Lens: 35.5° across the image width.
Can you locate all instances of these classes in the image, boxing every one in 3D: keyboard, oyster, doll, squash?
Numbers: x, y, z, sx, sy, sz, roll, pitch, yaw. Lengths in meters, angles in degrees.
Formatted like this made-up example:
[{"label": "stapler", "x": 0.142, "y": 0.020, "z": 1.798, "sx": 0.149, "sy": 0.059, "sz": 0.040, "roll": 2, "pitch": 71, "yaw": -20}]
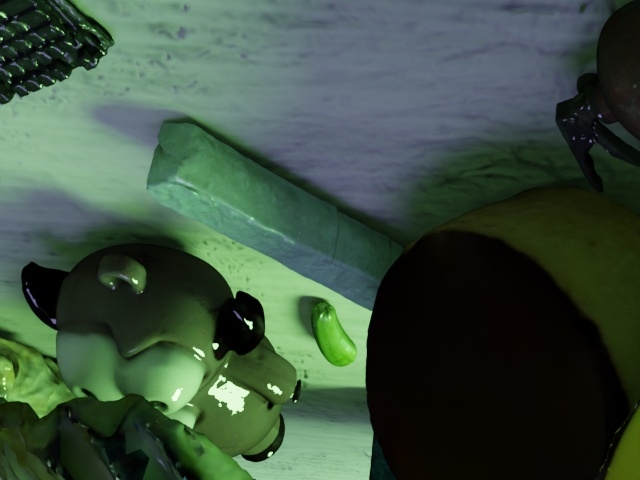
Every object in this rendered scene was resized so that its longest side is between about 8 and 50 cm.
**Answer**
[{"label": "keyboard", "x": -0.217, "y": -0.089, "z": 0.538, "sx": 0.231, "sy": 0.023, "sz": 0.072, "roll": -13, "pitch": 143, "yaw": 32}, {"label": "oyster", "x": -0.250, "y": 0.174, "z": 0.950, "sx": 0.201, "sy": 0.107, "sz": 0.354, "roll": 37, "pitch": 161, "yaw": 13}, {"label": "doll", "x": -0.106, "y": 0.087, "z": 0.730, "sx": 0.182, "sy": 0.117, "sz": 0.257, "roll": 6, "pitch": 154, "yaw": 17}, {"label": "squash", "x": 0.008, "y": 0.074, "z": 0.774, "sx": 0.027, "sy": 0.027, "sz": 0.089, "roll": -3, "pitch": 148, "yaw": 18}]

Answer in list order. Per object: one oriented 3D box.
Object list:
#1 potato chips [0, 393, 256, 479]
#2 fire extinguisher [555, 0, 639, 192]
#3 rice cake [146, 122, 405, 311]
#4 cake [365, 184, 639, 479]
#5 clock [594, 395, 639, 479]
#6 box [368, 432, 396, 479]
[{"label": "potato chips", "x": -0.093, "y": 0.264, "z": 0.725, "sx": 0.429, "sy": 0.070, "sz": 0.358, "roll": 51, "pitch": 147, "yaw": -11}, {"label": "fire extinguisher", "x": 0.197, "y": -0.087, "z": 0.391, "sx": 0.089, "sy": 0.072, "sz": 0.267, "roll": 30, "pitch": 144, "yaw": -29}, {"label": "rice cake", "x": 0.000, "y": 0.000, "z": 0.621, "sx": 0.245, "sy": 0.045, "sz": 0.042, "roll": 28, "pitch": 145, "yaw": -32}, {"label": "cake", "x": 0.145, "y": 0.070, "z": 0.585, "sx": 0.178, "sy": 0.208, "sz": 0.185, "roll": -6, "pitch": -163, "yaw": -38}, {"label": "clock", "x": 0.261, "y": 0.080, "z": 0.476, "sx": 0.277, "sy": 0.071, "sz": 0.293, "roll": 8, "pitch": 119, "yaw": -38}, {"label": "box", "x": 0.166, "y": 0.283, "z": 0.848, "sx": 0.261, "sy": 0.279, "sz": 0.116, "roll": 3, "pitch": 152, "yaw": 8}]
